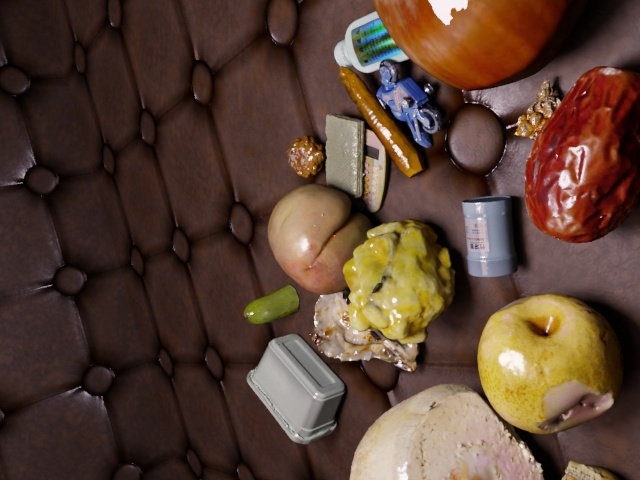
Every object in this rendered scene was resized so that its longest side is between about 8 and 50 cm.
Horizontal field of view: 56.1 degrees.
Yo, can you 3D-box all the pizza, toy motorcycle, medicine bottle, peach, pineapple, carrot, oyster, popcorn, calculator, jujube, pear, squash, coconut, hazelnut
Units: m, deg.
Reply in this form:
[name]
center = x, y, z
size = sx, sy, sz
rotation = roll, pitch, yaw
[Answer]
[pizza]
center = 0.567, 0.512, 1.180
size = 0.204, 0.080, 0.188
rotation = 22, 143, 34
[toy motorcycle]
center = 0.191, -0.304, 1.329
size = 0.205, 0.076, 0.114
rotation = 51, 160, 12
[medicine bottle]
center = 0.126, -0.450, 1.362
size = 0.229, 0.083, 0.121
rotation = -3, 110, 50
[peach]
center = 0.001, 0.001, 1.507
size = 0.248, 0.292, 0.292
rotation = -27, 81, 34
[pineapple]
center = 0.419, -0.238, 1.109
size = 0.115, 0.077, 0.113
rotation = 4, 96, 15
[carrot]
center = 0.138, -0.283, 1.393
size = 0.314, 0.066, 0.066
rotation = 57, 140, 8
[oyster]
center = 0.114, 0.236, 1.584
size = 0.337, 0.133, 0.197
rotation = 18, 114, 44
[popcorn]
center = 0.174, 0.092, 1.349
size = 0.252, 0.286, 0.215
rotation = -6, 142, 18
[calculator]
center = 0.113, -0.184, 1.519
size = 0.157, 0.033, 0.236
rotation = 30, 127, 41
[jujube]
center = 0.450, -0.139, 1.002
size = 0.197, 0.197, 0.290
rotation = 29, 109, 42
[pear]
center = 0.423, 0.235, 1.117
size = 0.271, 0.271, 0.270
rotation = 21, 118, 46
[squash]
center = -0.161, 0.210, 1.867
size = 0.095, 0.188, 0.095
rotation = 23, 122, 43
[coconut]
center = 0.252, 0.539, 1.324
size = 0.405, 0.405, 0.404
rotation = 21, 118, 46
[hazelnut]
center = 0.271, -0.427, 1.003
size = 0.366, 0.366, 0.365
rotation = 21, 118, 46

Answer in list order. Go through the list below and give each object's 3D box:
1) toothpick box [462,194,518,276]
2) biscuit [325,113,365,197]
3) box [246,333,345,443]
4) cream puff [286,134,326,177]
[toothpick box]
center = 0.348, -0.010, 1.234
size = 0.101, 0.101, 0.153
rotation = 2, 103, 51
[biscuit]
center = 0.060, -0.212, 1.512
size = 0.121, 0.041, 0.199
rotation = 26, 126, 44
[box]
center = -0.067, 0.443, 1.860
size = 0.312, 0.175, 0.182
rotation = 43, 124, 34
[cream puff]
center = -0.036, -0.230, 1.641
size = 0.122, 0.094, 0.115
rotation = -3, 105, 28
